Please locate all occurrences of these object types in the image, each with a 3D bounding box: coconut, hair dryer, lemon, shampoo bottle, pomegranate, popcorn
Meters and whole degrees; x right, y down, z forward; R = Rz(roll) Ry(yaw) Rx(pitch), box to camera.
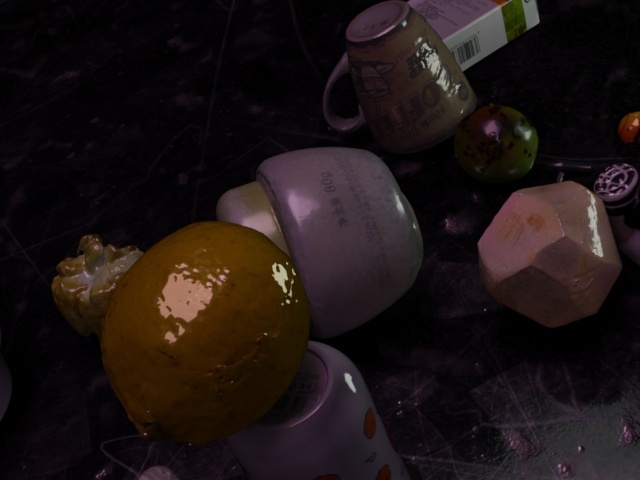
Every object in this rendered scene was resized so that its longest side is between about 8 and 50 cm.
[{"bbox_3d":[0.372,0.018,1.645,0.237,0.197,0.236,-36,44,44],"label":"coconut"},{"bbox_3d":[0.453,-0.110,1.906,0.079,0.031,0.083,5,62,17],"label":"hair dryer"},{"bbox_3d":[-0.146,0.115,1.286,0.253,0.253,0.310,10,50,32],"label":"lemon"},{"bbox_3d":[0.000,0.000,1.764,0.317,0.322,0.322,-20,41,-6],"label":"shampoo bottle"},{"bbox_3d":[0.328,-0.199,1.958,0.156,0.156,0.220,-11,39,13],"label":"pomegranate"},{"bbox_3d":[-0.383,0.097,1.925,0.221,0.204,0.183,9,69,11],"label":"popcorn"}]

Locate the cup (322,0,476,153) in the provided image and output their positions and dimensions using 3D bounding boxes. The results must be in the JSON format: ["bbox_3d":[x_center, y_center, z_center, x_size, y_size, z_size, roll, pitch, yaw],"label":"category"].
[{"bbox_3d":[0.127,-0.330,2.088,0.301,0.257,0.227,-17,34,23],"label":"cup"}]

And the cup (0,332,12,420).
[{"bbox_3d":[-0.708,0.286,1.902,0.347,0.163,0.347,-12,44,12],"label":"cup"}]

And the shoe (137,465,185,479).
[{"bbox_3d":[-0.239,0.487,1.508,0.211,0.132,0.342,-29,45,-10],"label":"shoe"}]

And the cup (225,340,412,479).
[{"bbox_3d":[-0.006,0.297,1.462,0.212,0.317,0.212,-13,43,12],"label":"cup"}]

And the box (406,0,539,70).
[{"bbox_3d":[0.300,-0.481,2.292,0.299,0.106,0.200,-33,43,-12],"label":"box"}]

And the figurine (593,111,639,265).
[{"bbox_3d":[0.618,-0.098,1.687,0.320,0.196,0.323,44,77,7],"label":"figurine"}]
